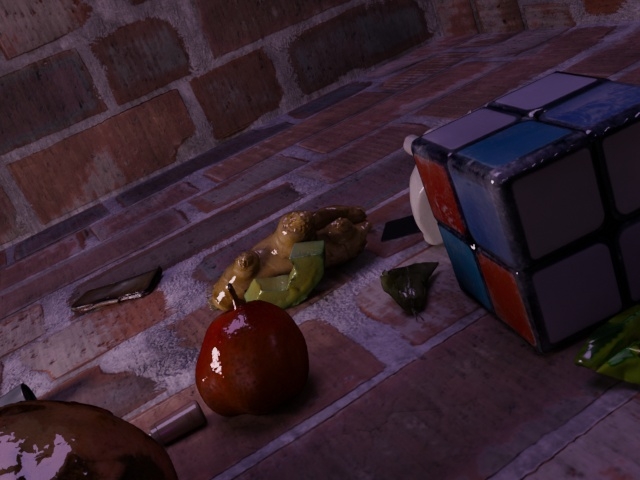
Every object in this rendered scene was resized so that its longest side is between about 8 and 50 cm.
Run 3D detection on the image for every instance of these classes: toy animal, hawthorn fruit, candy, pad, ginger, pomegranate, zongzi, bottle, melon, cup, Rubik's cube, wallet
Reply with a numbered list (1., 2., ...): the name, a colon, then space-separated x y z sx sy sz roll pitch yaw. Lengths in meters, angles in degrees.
1. toy animal: 0.284 -0.170 1.623 0.196 0.241 0.368 -13 22 13
2. hawthorn fruit: -0.121 0.178 1.223 0.196 0.226 0.196 -12 12 3
3. candy: 0.460 0.152 0.915 0.149 0.069 0.246 -27 16 -25
4. pad: 0.220 -0.039 1.709 0.157 0.003 0.112 -15 22 19
5. ginger: -0.061 0.039 1.587 0.375 0.166 0.236 -37 -1 -16
6. pomegranate: -0.337 0.346 0.923 0.322 0.322 0.322 -20 21 8
7. zongzi: 0.198 0.087 1.366 0.130 0.062 0.154 -15 25 -14
8. bottle: -0.248 0.318 1.259 0.096 0.045 0.045 -29 22 -12
9. melon: -0.063 0.080 1.531 0.209 0.118 0.064 -53 30 28
10. cup: -0.643 0.356 1.540 0.077 0.078 0.100 -30 -12 -8
11. Rubik's cube: 0.375 -0.061 1.172 0.316 0.313 0.318 -25 22 -6
12. wallet: -0.570 0.144 2.023 0.255 0.031 0.137 -16 22 18

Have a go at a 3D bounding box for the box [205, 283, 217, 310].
1. box: -0.219 0.121 1.704 0.098 0.045 0.062 -23 21 2
